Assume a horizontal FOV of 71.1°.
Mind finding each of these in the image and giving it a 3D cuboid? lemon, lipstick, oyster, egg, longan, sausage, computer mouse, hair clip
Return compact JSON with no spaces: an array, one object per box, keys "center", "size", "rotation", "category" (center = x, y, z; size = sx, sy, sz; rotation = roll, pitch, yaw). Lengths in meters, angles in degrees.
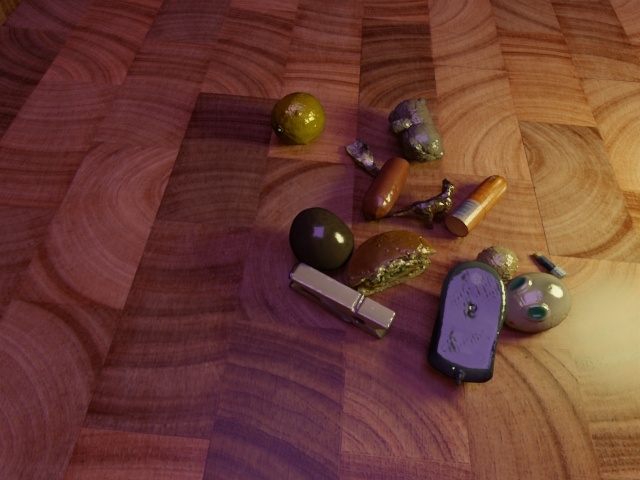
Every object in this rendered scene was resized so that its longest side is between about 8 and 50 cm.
[{"center":[-0.084,-0.454,1.680],"size":[0.192,0.192,0.231],"rotation":[36,55,19],"category":"lemon"},{"center":[0.748,0.079,1.469],"size":[0.037,0.037,0.116],"rotation":[-26,58,-19],"category":"lipstick"},{"center":[0.156,-0.313,1.694],"size":[0.106,0.061,0.199],"rotation":[-15,54,9],"category":"oyster"},{"center":[0.558,0.075,1.419],"size":[0.140,0.118,0.116],"rotation":[-18,16,-4],"category":"egg"},{"center":[0.000,0.000,1.392],"size":[0.212,0.198,0.198],"rotation":[41,59,-15],"category":"longan"},{"center":[0.560,-0.137,1.566],"size":[0.093,0.093,0.312],"rotation":[39,63,20],"category":"sausage"},{"center":[0.225,-0.176,1.560],"size":[0.114,0.113,0.259],"rotation":[24,58,12],"category":"sausage"},{"center":[0.422,0.241,1.294],"size":[0.189,0.121,0.370],"rotation":[15,64,11],"category":"computer mouse"},{"center":[0.058,0.173,1.334],"size":[0.331,0.101,0.085],"rotation":[26,55,12],"category":"hair clip"}]

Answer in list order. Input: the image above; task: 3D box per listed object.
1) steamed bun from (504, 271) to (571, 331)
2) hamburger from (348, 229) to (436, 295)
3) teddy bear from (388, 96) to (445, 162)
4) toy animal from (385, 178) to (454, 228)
[{"center":[0.642,0.178,1.340],"size":[0.228,0.130,0.177],"rotation":[-10,60,-12],"category":"steamed bun"},{"center":[0.201,0.053,1.390],"size":[0.283,0.144,0.156],"rotation":[-20,62,-14],"category":"hamburger"},{"center":[0.367,-0.409,1.697],"size":[0.236,0.151,0.266],"rotation":[4,63,-33],"category":"teddy bear"},{"center":[0.344,-0.107,1.520],"size":[0.256,0.116,0.114],"rotation":[-20,58,-14],"category":"toy animal"}]
